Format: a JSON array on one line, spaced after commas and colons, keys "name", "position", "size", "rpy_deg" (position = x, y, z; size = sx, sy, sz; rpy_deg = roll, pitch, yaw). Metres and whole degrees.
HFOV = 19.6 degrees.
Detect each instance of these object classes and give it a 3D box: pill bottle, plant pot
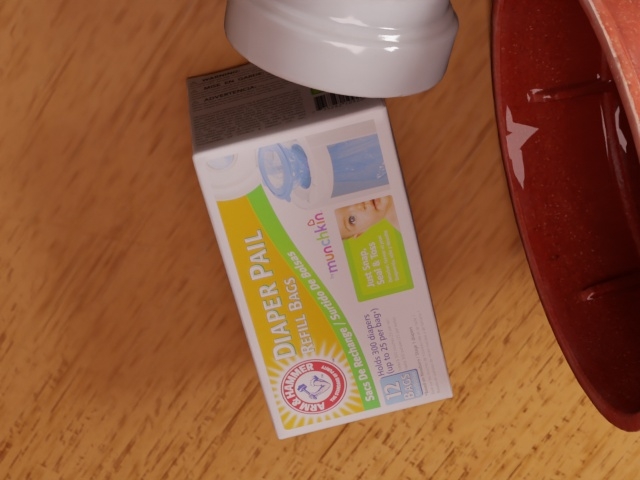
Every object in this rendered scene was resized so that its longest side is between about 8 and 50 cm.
[{"name": "pill bottle", "position": [0.032, -0.217, 0.946], "size": [0.153, 0.153, 0.264], "rpy_deg": [6, 119, -9]}, {"name": "plant pot", "position": [0.260, -0.059, 1.014], "size": [0.265, 0.272, 0.272], "rpy_deg": [-13, 120, -8]}]

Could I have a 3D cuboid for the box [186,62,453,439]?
[{"name": "box", "position": [0.000, 0.000, 1.094], "size": [0.114, 0.103, 0.203], "rpy_deg": [-15, 120, 2]}]
